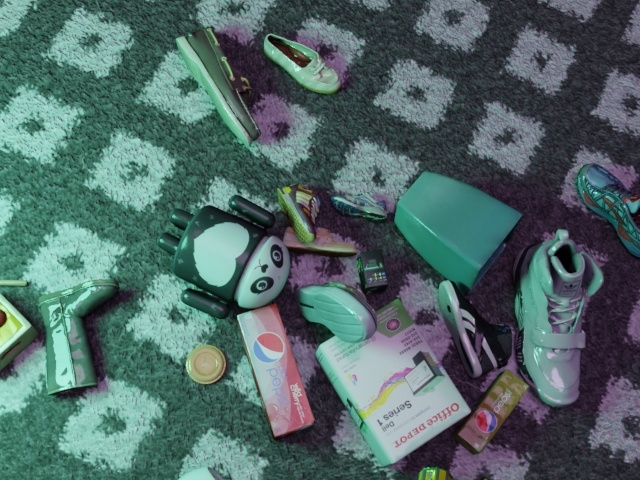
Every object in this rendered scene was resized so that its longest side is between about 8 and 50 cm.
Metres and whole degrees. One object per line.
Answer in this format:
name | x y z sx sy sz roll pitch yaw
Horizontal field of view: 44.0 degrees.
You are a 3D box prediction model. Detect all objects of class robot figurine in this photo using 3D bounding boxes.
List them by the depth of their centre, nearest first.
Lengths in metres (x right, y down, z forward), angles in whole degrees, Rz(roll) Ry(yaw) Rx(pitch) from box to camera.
robot figurine | -0.200 0.031 1.667 0.278 0.209 0.174 26 32 4

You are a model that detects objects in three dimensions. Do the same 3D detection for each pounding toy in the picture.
pounding toy | -0.680 0.138 1.627 0.206 0.094 0.181 43 72 9

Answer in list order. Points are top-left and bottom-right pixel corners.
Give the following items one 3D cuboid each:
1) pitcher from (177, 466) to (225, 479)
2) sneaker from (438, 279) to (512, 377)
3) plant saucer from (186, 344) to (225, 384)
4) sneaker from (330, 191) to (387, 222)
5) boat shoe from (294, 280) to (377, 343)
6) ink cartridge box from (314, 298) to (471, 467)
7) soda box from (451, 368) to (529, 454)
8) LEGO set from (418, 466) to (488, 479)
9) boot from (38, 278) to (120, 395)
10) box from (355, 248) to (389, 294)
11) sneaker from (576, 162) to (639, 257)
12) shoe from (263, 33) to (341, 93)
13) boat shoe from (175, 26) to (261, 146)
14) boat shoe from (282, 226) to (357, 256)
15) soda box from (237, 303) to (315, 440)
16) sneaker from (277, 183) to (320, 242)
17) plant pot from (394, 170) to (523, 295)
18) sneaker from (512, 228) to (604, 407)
pitcher | -0.246 0.556 1.521 0.207 0.125 0.178 -45 101 -7
sneaker | 0.344 0.179 1.727 0.121 0.079 0.217 -16 81 -14
plant saucer | -0.241 0.261 1.670 0.083 0.013 0.084 2 70 -5
sneaker | 0.089 -0.084 1.809 0.135 0.052 0.058 17 60 -7
boat shoe | 0.042 0.126 1.607 0.094 0.302 0.109 -24 107 -21
ink cartridge box | 0.147 0.295 1.640 0.201 0.117 0.278 -29 76 -14
soda box | 0.358 0.360 1.669 0.061 0.058 0.181 39 71 9
LEGO set | 0.223 0.579 1.443 0.254 0.331 0.192 26 47 -10
boot | -0.488 0.199 1.636 0.189 0.076 0.209 -19 66 3
box | 0.114 0.070 1.745 0.052 0.062 0.083 -8 72 -9
sneaker | 0.707 -0.088 1.824 0.104 0.125 0.262 -36 78 -16
shoe | -0.045 -0.426 1.905 0.219 0.058 0.077 32 71 6
boat shoe | -0.219 -0.363 1.839 0.096 0.117 0.324 -30 70 -11
boat shoe | 0.000 0.000 1.758 0.169 0.063 0.059 7 76 -2
soda box | -0.095 0.272 1.643 0.092 0.083 0.263 -17 73 -11
sneaker | -0.031 -0.068 1.744 0.083 0.070 0.185 -17 44 -14
plant pot | 0.289 -0.032 1.752 0.234 0.166 0.165 37 71 16
sneaker | 0.500 0.158 1.672 0.137 0.210 0.366 -1 71 -5
